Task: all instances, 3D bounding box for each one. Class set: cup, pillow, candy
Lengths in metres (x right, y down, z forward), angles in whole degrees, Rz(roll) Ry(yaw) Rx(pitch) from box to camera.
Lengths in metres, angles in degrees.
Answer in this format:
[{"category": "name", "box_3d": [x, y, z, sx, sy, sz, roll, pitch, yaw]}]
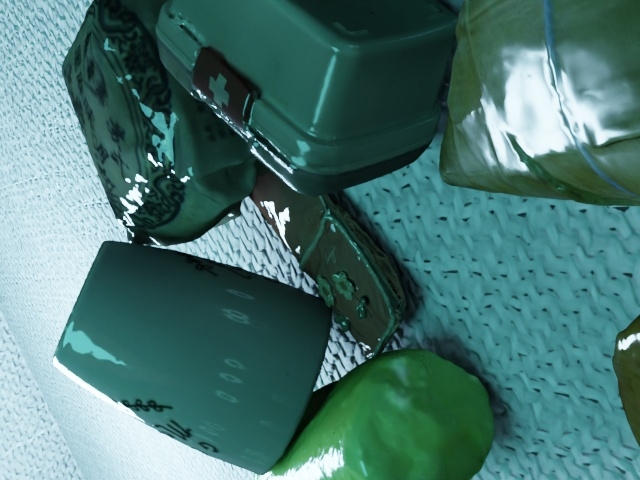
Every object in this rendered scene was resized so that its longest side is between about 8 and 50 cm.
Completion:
[{"category": "cup", "box_3d": [-0.139, 0.109, 1.026, 0.234, 0.186, 0.258, 23, 166, -8]}, {"category": "pillow", "box_3d": [0.000, 0.000, 0.940, 0.232, 0.043, 0.126, 53, 152, 18]}, {"category": "candy", "box_3d": [0.035, 0.204, 0.959, 0.132, 0.142, 0.343, 22, 155, -12]}]

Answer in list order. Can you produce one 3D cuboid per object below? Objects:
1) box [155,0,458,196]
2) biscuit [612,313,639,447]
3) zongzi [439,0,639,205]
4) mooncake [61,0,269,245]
[{"category": "box", "box_3d": [-0.011, -0.143, 0.727, 0.210, 0.148, 0.129, 44, 136, 29]}, {"category": "biscuit", "box_3d": [0.339, 0.210, 0.509, 0.394, 0.076, 0.368, 15, 131, 64]}, {"category": "zongzi", "box_3d": [0.126, -0.177, 0.453, 0.393, 0.174, 0.356, 10, 120, 63]}, {"category": "mooncake", "box_3d": [-0.155, -0.125, 0.951, 0.250, 0.136, 0.254, -37, 72, 63]}]
